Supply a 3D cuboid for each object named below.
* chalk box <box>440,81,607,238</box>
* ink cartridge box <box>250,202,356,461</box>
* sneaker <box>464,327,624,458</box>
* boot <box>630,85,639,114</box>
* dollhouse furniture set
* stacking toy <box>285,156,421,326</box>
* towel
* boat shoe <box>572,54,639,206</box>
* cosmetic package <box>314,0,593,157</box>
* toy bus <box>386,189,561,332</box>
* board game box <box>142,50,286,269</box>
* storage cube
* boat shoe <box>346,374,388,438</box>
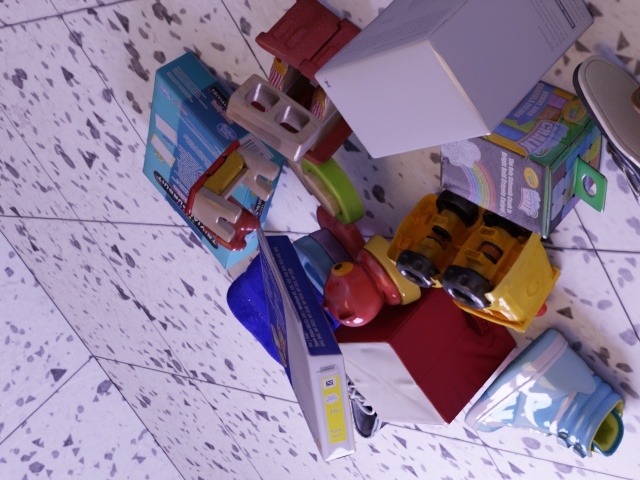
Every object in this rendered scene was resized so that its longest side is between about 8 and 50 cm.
[{"bbox_3d":[0.273,-0.107,1.590,0.213,0.132,0.132,28,147,27],"label":"chalk box"},{"bbox_3d":[-0.028,0.138,1.996,0.303,0.072,0.307,-115,16,-49],"label":"ink cartridge box"},{"bbox_3d":[0.361,0.285,2.005,0.208,0.127,0.319,42,153,8],"label":"sneaker"},{"bbox_3d":[0.488,-0.075,1.396,0.283,0.109,0.220,13,143,34],"label":"boot"},{"bbox_3d":[-0.083,-0.147,1.756,0.152,0.374,0.201,35,149,8],"label":"dollhouse furniture set"},{"bbox_3d":[0.000,0.000,2.001,0.279,0.130,0.309,57,169,-14],"label":"stacking toy"},{"bbox_3d":[-0.069,0.136,2.430,0.227,0.076,0.308,44,152,0],"label":"towel"},{"bbox_3d":[0.366,-0.116,1.501,0.233,0.084,0.079,49,152,-15],"label":"boat shoe"},{"bbox_3d":[0.155,-0.225,1.484,0.138,0.225,0.224,55,151,-18],"label":"cosmetic package"},{"bbox_3d":[0.239,0.046,1.852,0.220,0.149,0.211,19,159,43],"label":"toy bus"},{"bbox_3d":[-0.194,-0.132,2.195,0.254,0.079,0.336,49,154,14],"label":"board game box"},{"bbox_3d":[0.160,0.167,2.041,0.183,0.193,0.215,54,152,-17],"label":"storage cube"},{"bbox_3d":[0.088,0.266,2.362,0.113,0.105,0.306,32,150,22],"label":"boat shoe"}]
